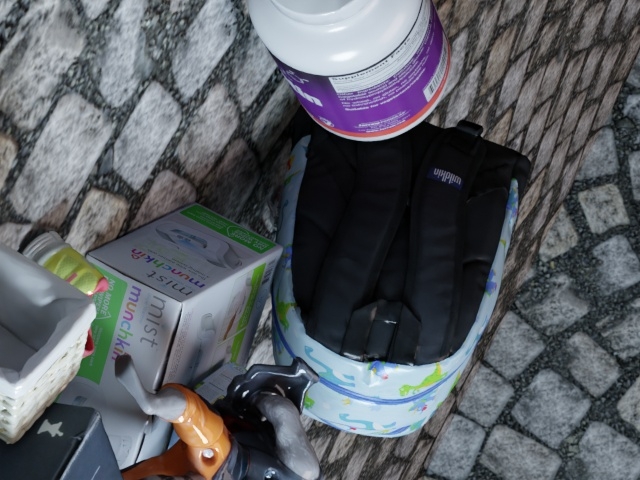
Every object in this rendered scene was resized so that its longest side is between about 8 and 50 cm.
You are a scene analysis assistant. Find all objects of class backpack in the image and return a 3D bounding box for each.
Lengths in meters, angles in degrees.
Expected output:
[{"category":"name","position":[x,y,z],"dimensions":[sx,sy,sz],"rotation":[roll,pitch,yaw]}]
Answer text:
[{"category":"backpack","position":[0.071,0.044,2.227],"dimensions":[0.355,0.290,0.273],"rotation":[-85,-168,-52]}]

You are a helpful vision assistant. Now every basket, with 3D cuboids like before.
[{"category":"basket","position":[-0.286,0.074,1.658],"dimensions":[0.113,0.167,0.103],"rotation":[-50,164,-35]}]

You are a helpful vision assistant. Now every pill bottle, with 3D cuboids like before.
[{"category":"pill bottle","position":[0.029,-0.233,2.092],"dimensions":[0.181,0.181,0.323],"rotation":[-61,162,-8]}]

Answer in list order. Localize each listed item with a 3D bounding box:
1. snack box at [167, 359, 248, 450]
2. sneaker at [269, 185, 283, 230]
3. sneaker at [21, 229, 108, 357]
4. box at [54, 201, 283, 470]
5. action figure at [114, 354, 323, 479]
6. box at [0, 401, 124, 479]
[{"category":"snack box","position":[-0.123,0.207,2.101],"dimensions":[0.100,0.037,0.141],"rotation":[-33,146,-57]},{"category":"sneaker","position":[0.000,0.000,2.471],"dimensions":[0.111,0.103,0.252],"rotation":[-62,158,7]},{"category":"sneaker","position":[-0.263,0.101,1.872],"dimensions":[0.081,0.094,0.208],"rotation":[-25,139,-66]},{"category":"box","position":[-0.171,0.123,2.110],"dimensions":[0.231,0.127,0.262],"rotation":[-30,143,-60]},{"category":"action figure","position":[-0.129,0.272,1.963],"dimensions":[0.330,0.178,0.341],"rotation":[20,108,-37]},{"category":"box","position":[-0.294,0.369,1.742],"dimensions":[0.293,0.212,0.395],"rotation":[-62,151,-42]}]
